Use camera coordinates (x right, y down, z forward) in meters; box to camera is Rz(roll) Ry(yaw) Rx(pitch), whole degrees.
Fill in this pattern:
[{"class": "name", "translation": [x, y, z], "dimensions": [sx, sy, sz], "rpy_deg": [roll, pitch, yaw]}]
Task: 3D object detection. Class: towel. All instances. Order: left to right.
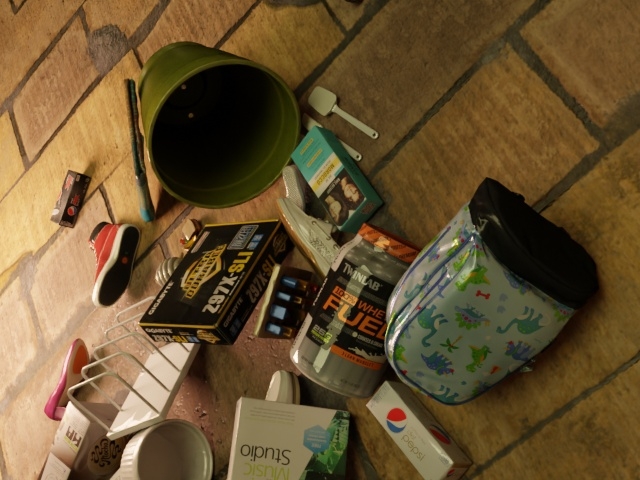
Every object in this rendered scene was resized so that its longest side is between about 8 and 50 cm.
[{"class": "towel", "translation": [-0.467, -0.221, 2.120], "dimensions": [0.370, 0.040, 0.271], "rpy_deg": [122, 139, -72]}]

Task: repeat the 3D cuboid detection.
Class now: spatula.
[{"class": "spatula", "translation": [0.025, -0.243, 1.901], "dimensions": [0.242, 0.019, 0.168], "rpy_deg": [40, 104, 39]}]

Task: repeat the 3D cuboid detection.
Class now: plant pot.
[{"class": "plant pot", "translation": [-0.286, -0.320, 1.992], "dimensions": [0.366, 0.366, 0.353], "rpy_deg": [-56, 39, 13]}]

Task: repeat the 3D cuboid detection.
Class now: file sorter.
[{"class": "file sorter", "translation": [-0.438, 0.294, 1.955], "dimensions": [0.193, 0.173, 0.278], "rpy_deg": [-25, 27, 32]}]

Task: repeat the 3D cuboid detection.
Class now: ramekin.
[{"class": "ramekin", "translation": [-0.363, 0.520, 1.898], "dimensions": [0.109, 0.207, 0.207], "rpy_deg": [-19, 66, 44]}]

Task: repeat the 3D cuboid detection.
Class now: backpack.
[{"class": "backpack", "translation": [0.265, 0.118, 1.438], "dimensions": [0.355, 0.290, 0.273], "rpy_deg": [-38, 24, 37]}]

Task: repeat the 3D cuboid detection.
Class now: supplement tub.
[{"class": "supplement tub", "translation": [0.085, 0.136, 1.632], "dimensions": [0.193, 0.193, 0.316], "rpy_deg": [31, 98, 41]}]

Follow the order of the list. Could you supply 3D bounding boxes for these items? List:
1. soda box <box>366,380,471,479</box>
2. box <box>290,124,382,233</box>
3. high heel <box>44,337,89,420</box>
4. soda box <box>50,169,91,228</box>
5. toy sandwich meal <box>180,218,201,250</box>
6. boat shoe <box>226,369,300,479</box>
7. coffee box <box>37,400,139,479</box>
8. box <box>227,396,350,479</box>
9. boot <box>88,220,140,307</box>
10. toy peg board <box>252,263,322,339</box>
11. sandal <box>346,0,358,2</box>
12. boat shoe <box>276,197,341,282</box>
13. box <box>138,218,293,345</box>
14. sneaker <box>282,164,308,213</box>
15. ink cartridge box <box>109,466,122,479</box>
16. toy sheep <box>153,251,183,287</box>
[{"class": "soda box", "translation": [0.186, 0.367, 1.563], "dimensions": [0.069, 0.074, 0.216], "rpy_deg": [-53, 51, 15]}, {"class": "box", "translation": [0.032, -0.137, 1.826], "dimensions": [0.100, 0.060, 0.244], "rpy_deg": [-50, 54, 25]}, {"class": "high heel", "translation": [-0.723, 0.389, 2.310], "dimensions": [0.117, 0.082, 0.244], "rpy_deg": [9, 97, 31]}, {"class": "soda box", "translation": [-0.763, -0.126, 2.501], "dimensions": [0.060, 0.053, 0.169], "rpy_deg": [21, 92, 41]}, {"class": "toy sandwich meal", "translation": [-0.343, -0.015, 2.137], "dimensions": [0.085, 0.029, 0.085], "rpy_deg": [-12, 71, 37]}, {"class": "boat shoe", "translation": [-0.119, 0.404, 1.728], "dimensions": [0.113, 0.103, 0.302], "rpy_deg": [128, 158, -51]}, {"class": "coffee box", "translation": [-0.604, 0.574, 2.102], "dimensions": [0.119, 0.168, 0.297], "rpy_deg": [27, 95, 41]}, {"class": "box", "translation": [-0.069, 0.486, 1.623], "dimensions": [0.058, 0.232, 0.322], "rpy_deg": [126, 152, -66]}, {"class": "boot", "translation": [-0.609, 0.066, 2.303], "dimensions": [0.176, 0.088, 0.244], "rpy_deg": [6, 74, 41]}, {"class": "toy peg board", "translation": [-0.053, 0.145, 1.777], "dimensions": [0.079, 0.160, 0.161], "rpy_deg": [17, 90, 26]}, {"class": "sandal", "translation": [0.079, -0.668, 1.945], "dimensions": [0.060, 0.090, 0.219], "rpy_deg": [5, 88, 62]}, {"class": "boat shoe", "translation": [0.000, 0.000, 1.811], "dimensions": [0.096, 0.098, 0.277], "rpy_deg": [-32, 66, -9]}, {"class": "box", "translation": [-0.236, 0.093, 1.889], "dimensions": [0.257, 0.079, 0.322], "rpy_deg": [-1, 45, 38]}, {"class": "sneaker", "translation": [-0.048, -0.115, 1.913], "dimensions": [0.051, 0.070, 0.134], "rpy_deg": [2, 109, 31]}, {"class": "ink cartridge box", "translation": [-0.474, 0.703, 1.991], "dimensions": [0.278, 0.117, 0.201], "rpy_deg": [-48, 53, 20]}, {"class": "toy sheep", "translation": [-0.372, 0.081, 2.101], "dimensions": [0.132, 0.091, 0.091], "rpy_deg": [-26, 63, 26]}]
